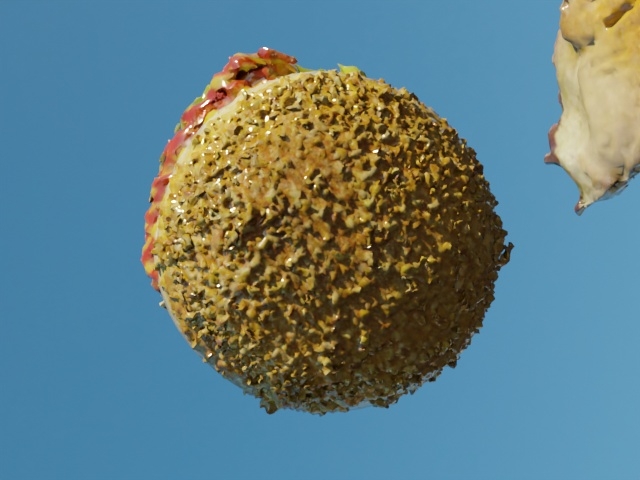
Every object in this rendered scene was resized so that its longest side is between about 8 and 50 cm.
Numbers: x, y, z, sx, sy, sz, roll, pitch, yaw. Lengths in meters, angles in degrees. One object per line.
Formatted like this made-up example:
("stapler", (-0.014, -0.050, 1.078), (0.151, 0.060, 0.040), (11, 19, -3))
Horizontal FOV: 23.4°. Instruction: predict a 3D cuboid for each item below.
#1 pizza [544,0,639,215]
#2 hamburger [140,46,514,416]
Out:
("pizza", (0.127, -0.127, 0.486), (0.069, 0.147, 0.226), (-12, -86, -45))
("hamburger", (0.000, 0.000, 1.238), (0.276, 0.294, 0.179), (-59, -3, 0))
